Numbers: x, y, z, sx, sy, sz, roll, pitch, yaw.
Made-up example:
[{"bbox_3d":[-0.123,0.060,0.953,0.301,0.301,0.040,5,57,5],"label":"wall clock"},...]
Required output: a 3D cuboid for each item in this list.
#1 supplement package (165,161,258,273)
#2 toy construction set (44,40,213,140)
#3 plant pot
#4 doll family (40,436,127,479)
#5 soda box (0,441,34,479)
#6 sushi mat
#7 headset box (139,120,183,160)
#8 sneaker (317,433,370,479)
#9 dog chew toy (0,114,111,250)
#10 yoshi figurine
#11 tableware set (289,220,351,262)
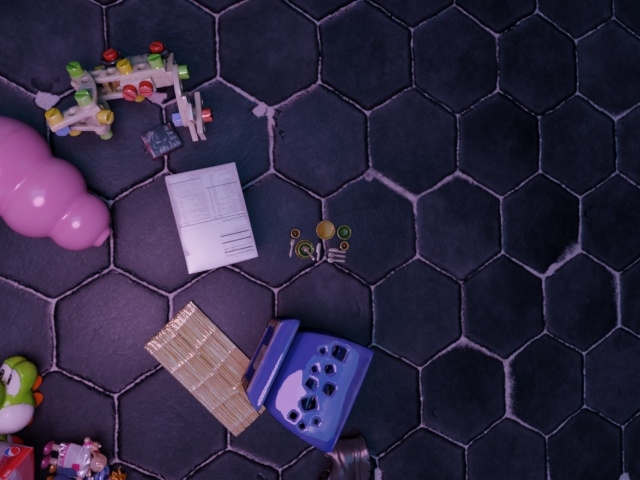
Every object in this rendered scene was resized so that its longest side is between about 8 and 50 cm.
[{"bbox_3d":[-0.239,-0.046,1.116,0.149,0.194,0.203,-14,92,-12],"label":"supplement package"},{"bbox_3d":[-0.397,-0.310,1.085,0.328,0.151,0.215,0,55,-12],"label":"toy construction set"},{"bbox_3d":[-0.045,0.296,1.136,0.212,0.236,0.236,28,79,-9],"label":"plant pot"},{"bbox_3d":[-0.515,0.550,1.104,0.163,0.118,0.262,9,84,5],"label":"doll family"},{"bbox_3d":[-0.605,0.518,0.957,0.084,0.092,0.263,10,108,0],"label":"soda box"},{"bbox_3d":[-0.253,0.306,1.202,0.151,0.019,0.316,-44,99,-11],"label":"sushi mat"},{"bbox_3d":[-0.370,-0.228,1.169,0.083,0.032,0.062,-30,96,-10],"label":"headset box"},{"bbox_3d":[0.059,0.622,1.242,0.130,0.109,0.286,-1,83,-3],"label":"sneaker"},{"bbox_3d":[-0.586,-0.101,1.044,0.332,0.206,0.206,39,82,-19],"label":"dog chew toy"},{"bbox_3d":[-0.706,0.408,1.015,0.204,0.203,0.362,18,83,-6],"label":"yoshi figurine"},{"bbox_3d":[0.000,0.000,1.258,0.154,0.024,0.104,7,88,-12],"label":"tableware set"}]
